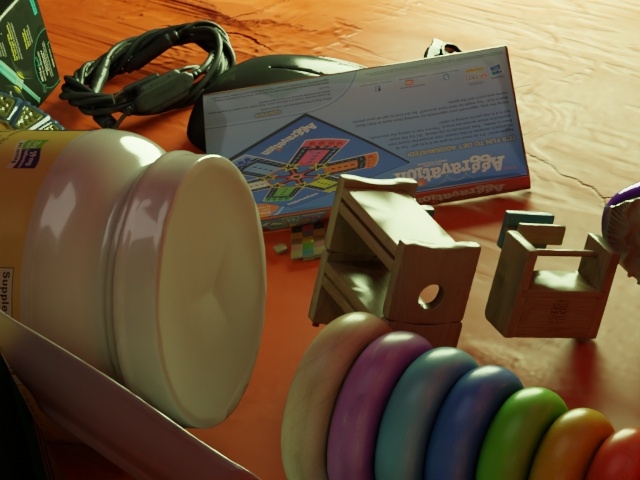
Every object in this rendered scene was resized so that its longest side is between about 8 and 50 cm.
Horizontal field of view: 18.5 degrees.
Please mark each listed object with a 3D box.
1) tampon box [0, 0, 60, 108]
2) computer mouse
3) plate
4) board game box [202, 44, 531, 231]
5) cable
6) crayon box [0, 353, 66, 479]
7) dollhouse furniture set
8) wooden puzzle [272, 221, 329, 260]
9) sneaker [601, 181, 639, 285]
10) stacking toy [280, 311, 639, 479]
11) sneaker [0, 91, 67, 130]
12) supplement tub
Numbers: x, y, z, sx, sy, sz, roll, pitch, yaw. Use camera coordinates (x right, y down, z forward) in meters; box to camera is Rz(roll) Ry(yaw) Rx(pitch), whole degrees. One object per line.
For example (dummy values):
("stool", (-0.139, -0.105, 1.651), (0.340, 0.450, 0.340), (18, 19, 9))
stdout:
("tampon box", (-0.353, -0.172, 1.980), (0.101, 0.120, 0.161), (2, 34, 21))
("computer mouse", (0.000, -0.139, 1.854), (0.272, 0.072, 0.188), (-3, 34, 14))
("plate", (-0.062, 0.161, 1.259), (0.277, 0.278, 0.045), (25, 80, 45))
("board game box", (0.038, -0.088, 1.748), (0.281, 0.027, 0.145), (-9, 57, 5))
("cable", (-0.173, -0.170, 1.998), (0.184, 0.047, 0.150), (-34, 33, -27))
("crayon box", (-0.367, 0.162, 1.260), (0.363, 0.313, 0.106), (-8, 48, 7))
("dollhouse furniture set", (0.108, 0.037, 1.518), (0.183, 0.129, 0.129), (2, 25, -25))
("wooden puzzle", (0.000, 0.000, 1.695), (0.083, 0.006, 0.049), (-9, 32, 5))
("sneaker", (0.360, -0.034, 1.546), (0.293, 0.102, 0.146), (-5, 31, -1))
("stacking toy", (0.145, 0.150, 1.308), (0.330, 0.141, 0.141), (14, 40, 26))
("sneaker", (-0.354, -0.081, 1.863), (0.296, 0.131, 0.112), (27, 28, 16))
("supplement tub", (-0.232, 0.034, 1.499), (0.331, 0.241, 0.241), (1, 34, 21))
